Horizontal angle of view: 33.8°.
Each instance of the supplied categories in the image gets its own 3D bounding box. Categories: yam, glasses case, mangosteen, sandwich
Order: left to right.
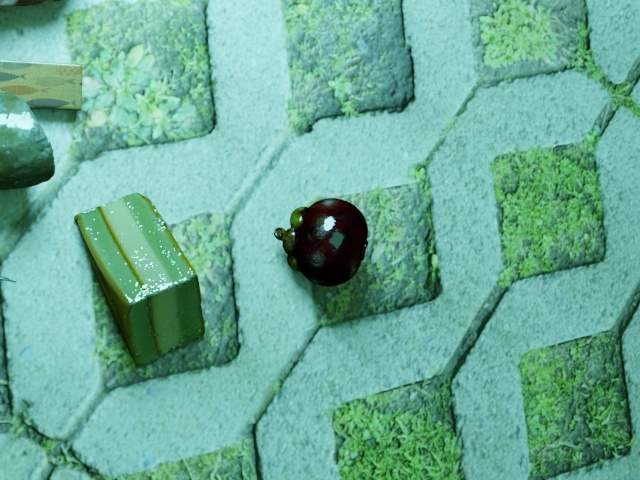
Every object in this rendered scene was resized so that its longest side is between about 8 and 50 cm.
[{"bbox_3d":[-0.515,-0.104,1.338,0.331,0.133,0.133,-14,90,-18],"label":"yam"},{"bbox_3d":[-0.411,-0.212,1.430,0.170,0.041,0.064,0,96,-23],"label":"glasses case"},{"bbox_3d":[-0.255,0.051,1.482,0.117,0.144,0.187,-23,58,-22],"label":"sandwich"},{"bbox_3d":[0.000,0.000,1.539,0.140,0.140,0.140,2,84,-22],"label":"mangosteen"}]

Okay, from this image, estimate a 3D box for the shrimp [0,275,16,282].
[{"bbox_3d":[-0.507,0.029,1.351,0.233,0.079,0.090,12,42,-23],"label":"shrimp"}]

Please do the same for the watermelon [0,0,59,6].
[{"bbox_3d":[-0.433,-0.387,1.403,0.257,0.140,0.192,0,80,-32],"label":"watermelon"}]
